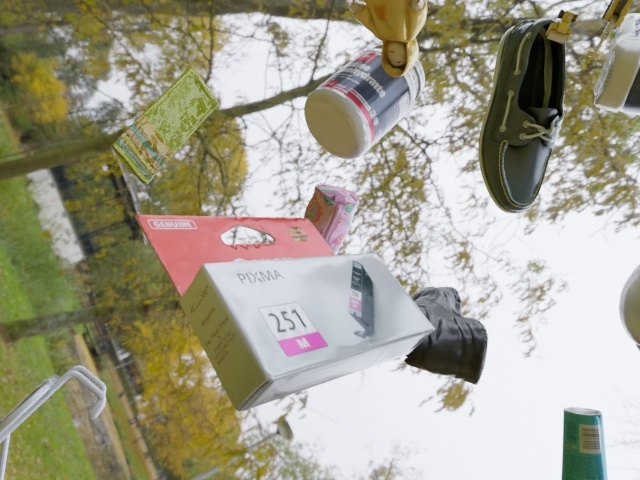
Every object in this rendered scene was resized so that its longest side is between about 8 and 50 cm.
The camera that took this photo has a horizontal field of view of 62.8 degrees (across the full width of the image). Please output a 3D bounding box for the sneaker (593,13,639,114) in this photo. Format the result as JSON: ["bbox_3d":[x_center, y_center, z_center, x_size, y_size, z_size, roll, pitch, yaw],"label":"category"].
[{"bbox_3d":[0.511,-0.258,0.795,0.148,0.350,0.131,18,-53,20],"label":"sneaker"}]

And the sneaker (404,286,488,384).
[{"bbox_3d":[0.170,0.134,0.855,0.286,0.130,0.108,-108,-154,-82],"label":"sneaker"}]

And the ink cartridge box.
[{"bbox_3d":[-0.029,0.039,0.579,0.060,0.275,0.238,-51,-120,30],"label":"ink cartridge box"}]

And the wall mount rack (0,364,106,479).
[{"bbox_3d":[-0.539,0.373,0.968,0.130,0.304,0.350,46,-23,-8],"label":"wall mount rack"}]

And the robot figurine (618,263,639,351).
[{"bbox_3d":[0.572,0.142,0.736,0.200,0.300,0.353,-37,-86,29],"label":"robot figurine"}]

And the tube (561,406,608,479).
[{"bbox_3d":[0.387,0.354,0.768,0.080,0.052,0.206,-2,-96,35],"label":"tube"}]

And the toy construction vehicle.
[{"bbox_3d":[0.334,-0.287,0.649,0.086,0.035,0.098,27,-60,7],"label":"toy construction vehicle"}]

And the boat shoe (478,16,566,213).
[{"bbox_3d":[0.339,-0.201,0.861,0.099,0.117,0.318,-144,-124,-78],"label":"boat shoe"}]

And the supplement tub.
[{"bbox_3d":[0.110,-0.343,1.279,0.191,0.272,0.191,34,-27,21],"label":"supplement tub"}]

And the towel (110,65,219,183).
[{"bbox_3d":[-0.295,-0.226,1.022,0.021,0.237,0.102,15,-30,38],"label":"towel"}]

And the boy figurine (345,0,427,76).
[{"bbox_3d":[0.131,-0.459,1.055,0.177,0.092,0.285,18,-25,31],"label":"boy figurine"}]

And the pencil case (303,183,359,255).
[{"bbox_3d":[0.000,0.000,1.315,0.124,0.124,0.283,44,-59,44],"label":"pencil case"}]
